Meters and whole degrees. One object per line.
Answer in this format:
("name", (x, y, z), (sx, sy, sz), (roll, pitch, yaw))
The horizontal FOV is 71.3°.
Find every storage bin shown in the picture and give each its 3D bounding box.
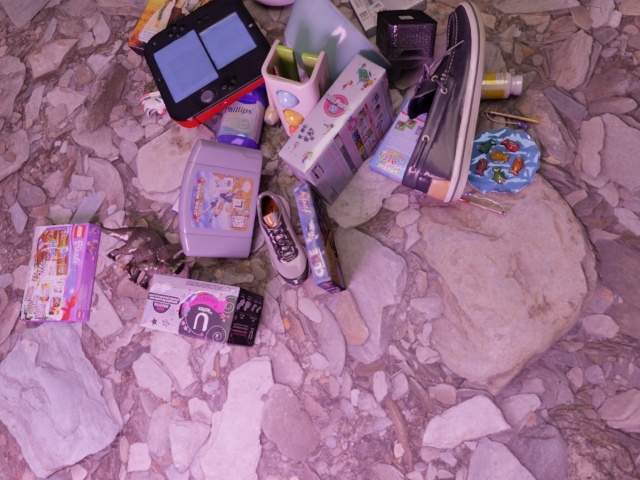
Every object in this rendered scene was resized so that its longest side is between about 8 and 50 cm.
("storage bin", (0.219, -0.540, 1.163), (0.121, 0.084, 0.180), (-5, 37, -4))

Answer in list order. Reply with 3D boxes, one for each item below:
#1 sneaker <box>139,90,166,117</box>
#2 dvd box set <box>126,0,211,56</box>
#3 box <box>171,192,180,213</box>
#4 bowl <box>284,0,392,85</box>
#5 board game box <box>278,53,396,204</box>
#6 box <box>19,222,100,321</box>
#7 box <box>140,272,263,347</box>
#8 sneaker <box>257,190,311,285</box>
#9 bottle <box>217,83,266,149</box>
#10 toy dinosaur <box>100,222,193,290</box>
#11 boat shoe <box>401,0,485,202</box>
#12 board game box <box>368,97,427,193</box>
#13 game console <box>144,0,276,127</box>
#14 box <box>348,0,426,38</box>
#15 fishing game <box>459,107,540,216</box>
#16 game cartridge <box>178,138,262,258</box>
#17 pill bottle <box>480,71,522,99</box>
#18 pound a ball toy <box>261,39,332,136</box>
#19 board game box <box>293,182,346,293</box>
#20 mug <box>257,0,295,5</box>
("sneaker", (-0.489, -0.439, 1.411), (0.161, 0.057, 0.075), (-16, 89, 10))
("dvd box set", (-0.416, -0.773, 1.463), (0.307, 0.062, 0.421), (22, 83, 18))
("box", (-0.320, -0.107, 1.229), (0.072, 0.137, 0.126), (26, 84, 20))
("bowl", (0.024, -0.515, 1.180), (0.163, 0.311, 0.312), (-43, 68, 23))
("board game box", (0.055, -0.266, 1.123), (0.097, 0.224, 0.303), (37, 88, 21))
("box", (-0.782, 0.098, 1.347), (0.200, 0.057, 0.294), (-3, 76, 15))
("box", (-0.298, 0.181, 1.137), (0.247, 0.163, 0.142), (6, 77, 17))
("sneaker", (-0.108, -0.008, 1.165), (0.100, 0.108, 0.272), (-25, 73, 6))
("bottle", (-0.218, -0.383, 1.295), (0.118, 0.092, 0.283), (7, 78, 14))
("toy dinosaur", (-0.499, 0.036, 1.273), (0.313, 0.121, 0.160), (37, 76, 25))
("boat shoe", (0.290, -0.340, 1.062), (0.155, 0.187, 0.501), (9, 82, 10))
("board game box", (0.247, -0.248, 1.163), (0.160, 0.039, 0.212), (29, 84, 19))
("game console", (-0.328, -0.534, 1.297), (0.341, 0.060, 0.387), (-32, 65, 7))
("box", (0.190, -0.691, 1.291), (0.186, 0.038, 0.145), (-25, 72, 9))
("fishing game", (0.442, -0.198, 1.098), (0.189, 0.041, 0.264), (23, 84, 22))
("game cartridge", (-0.262, -0.102, 1.155), (0.062, 0.198, 0.298), (18, 102, 51))
("pill bottle", (0.446, -0.392, 1.131), (0.116, 0.065, 0.065), (4, 78, 16))
("pound a ball toy", (-0.084, -0.354, 1.141), (0.208, 0.319, 0.136), (19, 78, 11))
("board game box", (0.000, 0.000, 1.102), (0.042, 0.165, 0.244), (-17, 72, 11))
("mug", (-0.096, -0.912, 1.246), (0.374, 0.328, 0.276), (-36, 83, -4))
